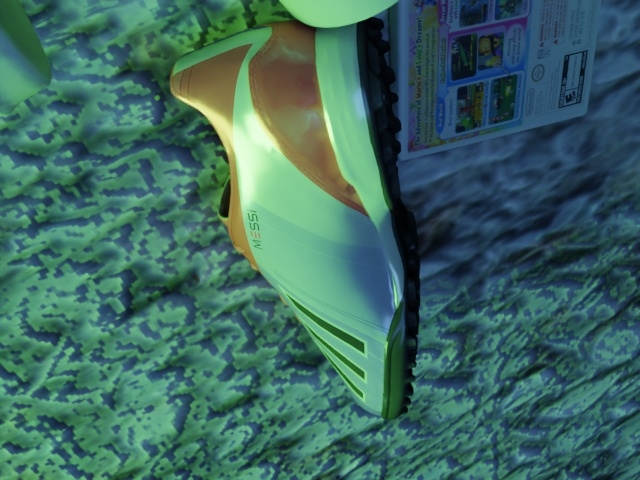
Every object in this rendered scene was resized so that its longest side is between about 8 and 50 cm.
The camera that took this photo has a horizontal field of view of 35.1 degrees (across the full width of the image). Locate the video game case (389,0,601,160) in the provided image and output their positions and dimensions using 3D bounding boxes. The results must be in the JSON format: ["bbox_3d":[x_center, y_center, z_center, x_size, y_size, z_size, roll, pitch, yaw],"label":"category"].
[{"bbox_3d":[0.111,-0.135,0.635,0.143,0.019,0.157,-15,128,-15],"label":"video game case"}]

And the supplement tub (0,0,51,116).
[{"bbox_3d":[-0.268,-0.066,0.392,0.272,0.191,0.191,-31,130,-3],"label":"supplement tub"}]

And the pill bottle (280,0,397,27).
[{"bbox_3d":[-0.029,-0.200,0.454,0.119,0.119,0.208,-40,135,5],"label":"pill bottle"}]

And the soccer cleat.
[{"bbox_3d":[0.000,0.000,0.639,0.117,0.108,0.318,-4,136,10],"label":"soccer cleat"}]
